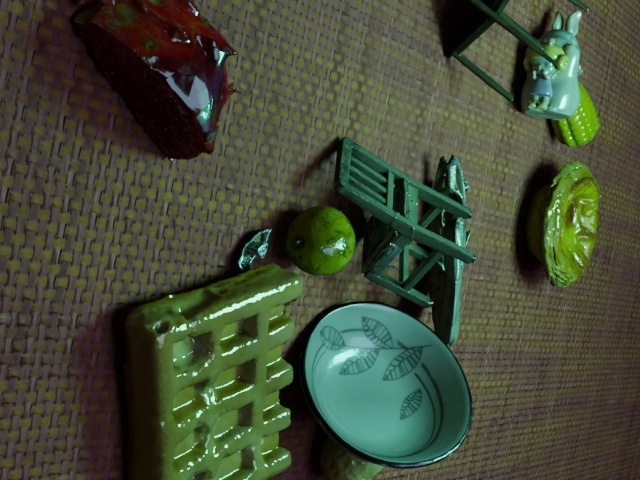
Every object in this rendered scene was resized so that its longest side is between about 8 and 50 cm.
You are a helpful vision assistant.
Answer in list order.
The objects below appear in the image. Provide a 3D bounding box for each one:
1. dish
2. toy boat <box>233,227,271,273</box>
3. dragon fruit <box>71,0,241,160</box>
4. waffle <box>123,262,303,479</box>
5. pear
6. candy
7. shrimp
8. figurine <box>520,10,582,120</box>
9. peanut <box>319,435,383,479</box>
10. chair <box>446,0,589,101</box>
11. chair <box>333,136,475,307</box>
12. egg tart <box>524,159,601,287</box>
[{"bbox_3d":[0.092,0.255,1.752,0.316,0.316,0.106,-37,166,-45],"label":"dish"},{"bbox_3d":[-0.096,0.013,1.547,0.083,0.038,0.038,-58,141,-26],"label":"toy boat"},{"bbox_3d":[-0.165,-0.227,1.289,0.161,0.126,0.274,-60,143,-25],"label":"dragon fruit"},{"bbox_3d":[-0.151,0.225,1.480,0.304,0.077,0.348,-21,120,-50],"label":"waffle"},{"bbox_3d":[0.000,0.000,1.623,0.131,0.107,0.107,-1,101,-62],"label":"pear"},{"bbox_3d":[0.552,-0.308,2.362,0.106,0.094,0.199,-55,134,-23],"label":"candy"},{"bbox_3d":[0.236,0.021,1.930,0.247,0.085,0.360,-65,157,-87],"label":"shrimp"},{"bbox_3d":[0.486,-0.380,2.223,0.155,0.127,0.235,8,88,-47],"label":"figurine"},{"bbox_3d":[0.064,0.359,1.822,0.159,0.109,0.140,-63,146,-23],"label":"peanut"},{"bbox_3d":[0.312,-0.418,1.924,0.272,0.166,0.188,38,60,-7],"label":"chair"},{"bbox_3d":[0.107,-0.025,1.741,0.270,0.147,0.136,26,38,-18],"label":"chair"},{"bbox_3d":[0.542,-0.039,2.407,0.295,0.116,0.294,-20,115,-50],"label":"egg tart"}]
